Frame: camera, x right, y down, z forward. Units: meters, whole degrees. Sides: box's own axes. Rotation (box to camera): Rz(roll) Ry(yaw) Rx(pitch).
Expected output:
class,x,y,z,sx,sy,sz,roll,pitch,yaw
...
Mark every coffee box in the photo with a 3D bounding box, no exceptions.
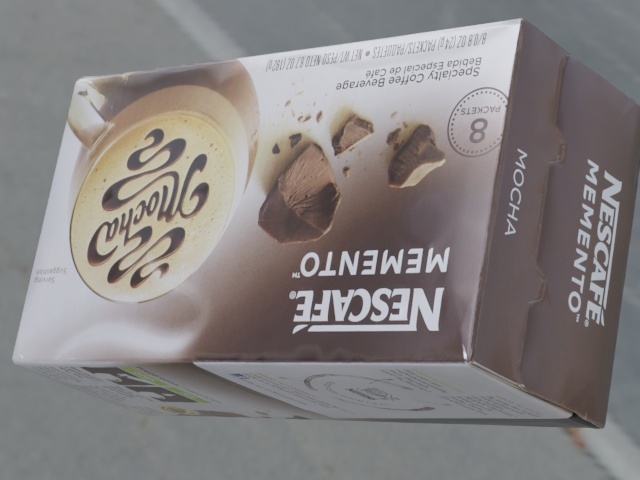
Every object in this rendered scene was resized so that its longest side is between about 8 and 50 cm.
class,x,y,z,sx,sy,sz,roll,pitch,yaw
coffee box,0.000,0.000,0.957,0.297,0.168,0.119,-2,-20,39
